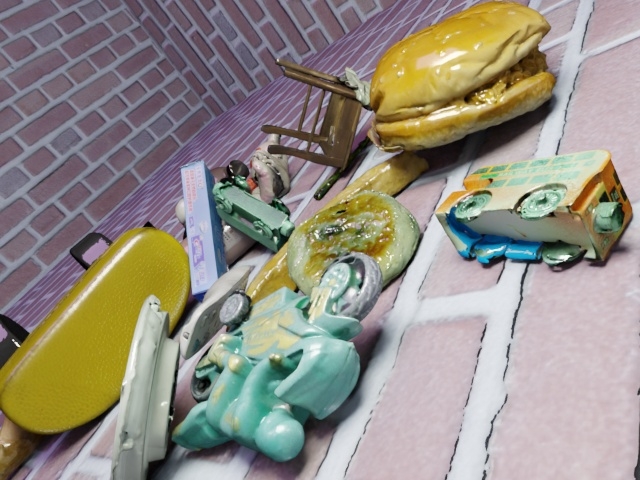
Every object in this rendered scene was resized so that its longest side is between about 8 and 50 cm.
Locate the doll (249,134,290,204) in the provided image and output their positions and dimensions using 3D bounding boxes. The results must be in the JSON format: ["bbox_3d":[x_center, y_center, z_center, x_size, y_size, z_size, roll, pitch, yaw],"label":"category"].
[{"bbox_3d":[-0.119,-0.163,1.224,0.095,0.149,0.192,3,33,-7],"label":"doll"}]

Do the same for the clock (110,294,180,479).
[{"bbox_3d":[-0.196,0.182,0.613,0.236,0.053,0.236,-171,90,-77],"label":"clock"}]

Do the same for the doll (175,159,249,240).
[{"bbox_3d":[-0.258,-0.090,1.252,0.257,0.117,0.182,-26,32,48],"label":"doll"}]

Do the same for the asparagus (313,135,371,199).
[{"bbox_3d":[0.060,-0.163,1.065,0.022,0.023,0.233,33,65,20],"label":"asparagus"}]

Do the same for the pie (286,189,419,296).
[{"bbox_3d":[0.036,0.003,0.689,0.187,0.041,0.187,-18,42,17],"label":"pie"}]

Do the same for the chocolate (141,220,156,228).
[{"bbox_3d":[-0.495,0.033,1.461,0.125,0.080,0.148,-40,26,29],"label":"chocolate"}]

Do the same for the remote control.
[{"bbox_3d":[-0.140,0.083,0.709,0.229,0.044,0.073,-54,-12,-74],"label":"remote control"}]

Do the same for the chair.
[{"bbox_3d":[0.060,-0.243,1.035,0.160,0.319,0.186,-111,33,-60],"label":"chair"}]

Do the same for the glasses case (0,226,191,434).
[{"bbox_3d":[-0.366,0.150,0.897,0.141,0.173,0.371,-6,45,55],"label":"glasses case"}]

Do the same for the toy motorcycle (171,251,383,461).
[{"bbox_3d":[-0.049,0.140,0.551,0.296,0.109,0.198,-32,34,34],"label":"toy motorcycle"}]

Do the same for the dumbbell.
[{"bbox_3d":[-0.526,0.155,1.100,0.322,0.203,0.204,-46,23,-20],"label":"dumbbell"}]

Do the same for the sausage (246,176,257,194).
[{"bbox_3d":[-0.167,-0.167,1.403,0.034,0.034,0.129,-7,38,52],"label":"sausage"}]

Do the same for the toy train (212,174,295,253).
[{"bbox_3d":[-0.117,-0.045,0.928,0.172,0.099,0.070,31,64,21],"label":"toy train"}]

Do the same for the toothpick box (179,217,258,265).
[{"bbox_3d":[-0.194,0.002,1.028,0.149,0.098,0.098,-40,22,-7],"label":"toothpick box"}]

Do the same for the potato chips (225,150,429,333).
[{"bbox_3d":[0.000,0.000,0.788,0.407,0.057,0.080,-44,25,-15],"label":"potato chips"}]

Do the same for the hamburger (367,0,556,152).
[{"bbox_3d":[0.194,-0.244,0.792,0.319,0.158,0.318,-24,19,9],"label":"hamburger"}]

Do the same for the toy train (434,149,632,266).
[{"bbox_3d":[0.208,-0.029,0.514,0.099,0.072,0.188,-42,21,-26],"label":"toy train"}]

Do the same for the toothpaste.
[{"bbox_3d":[-0.210,-0.017,0.945,0.053,0.066,0.272,-17,60,6],"label":"toothpaste"}]

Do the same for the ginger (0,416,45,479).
[{"bbox_3d":[-0.523,0.328,0.877,0.086,0.131,0.294,18,47,12],"label":"ginger"}]
